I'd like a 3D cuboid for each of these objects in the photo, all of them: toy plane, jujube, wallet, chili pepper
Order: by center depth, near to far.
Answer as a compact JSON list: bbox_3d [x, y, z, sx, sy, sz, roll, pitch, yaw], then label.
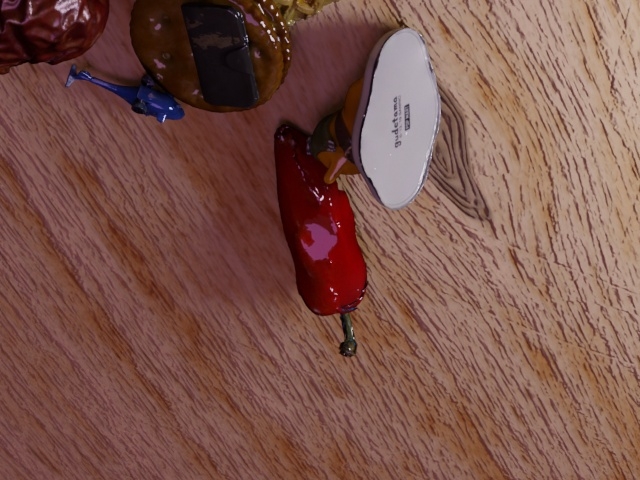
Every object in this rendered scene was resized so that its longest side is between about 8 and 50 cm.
[{"bbox_3d":[-0.390,-0.309,1.899,0.232,0.213,0.213,-13,130,20],"label":"jujube"},{"bbox_3d":[-0.126,-0.235,1.944,0.082,0.018,0.156,8,135,19],"label":"wallet"},{"bbox_3d":[-0.265,-0.200,2.097,0.167,0.054,0.062,21,157,-12],"label":"toy plane"},{"bbox_3d":[0.000,0.000,2.210,0.110,0.110,0.387,-7,126,14],"label":"chili pepper"}]

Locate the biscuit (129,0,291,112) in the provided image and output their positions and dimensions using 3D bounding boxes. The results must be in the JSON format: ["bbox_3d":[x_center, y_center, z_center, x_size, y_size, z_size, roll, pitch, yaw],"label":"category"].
[{"bbox_3d":[-0.143,-0.257,1.989,0.221,0.066,0.220,12,133,14],"label":"biscuit"}]

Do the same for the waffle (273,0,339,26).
[{"bbox_3d":[-0.021,-0.295,1.990,0.125,0.032,0.191,17,135,-12],"label":"waffle"}]

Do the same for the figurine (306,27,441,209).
[{"bbox_3d":[0.059,-0.175,2.055,0.141,0.167,0.249,21,115,39],"label":"figurine"}]
